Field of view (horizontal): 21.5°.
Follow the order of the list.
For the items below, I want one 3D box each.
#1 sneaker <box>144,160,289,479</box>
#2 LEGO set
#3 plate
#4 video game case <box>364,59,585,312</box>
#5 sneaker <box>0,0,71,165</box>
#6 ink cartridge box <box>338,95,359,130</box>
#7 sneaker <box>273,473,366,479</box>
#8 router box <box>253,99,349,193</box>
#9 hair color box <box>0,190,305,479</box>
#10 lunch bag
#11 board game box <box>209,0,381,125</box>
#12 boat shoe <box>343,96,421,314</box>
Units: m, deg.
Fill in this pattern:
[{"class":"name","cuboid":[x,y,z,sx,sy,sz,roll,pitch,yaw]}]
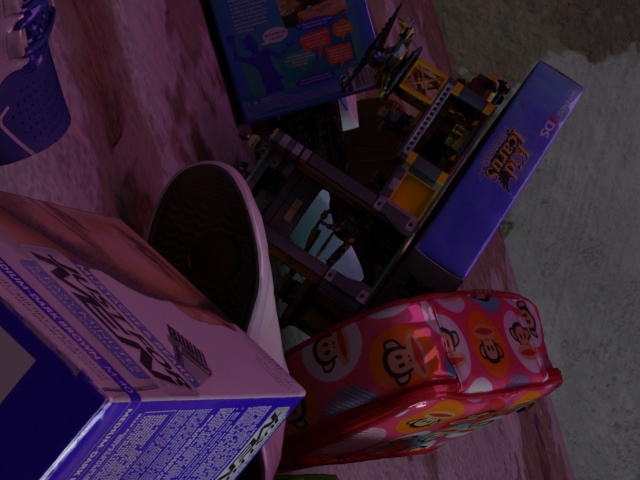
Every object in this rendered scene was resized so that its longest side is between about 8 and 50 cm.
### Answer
[{"class":"sneaker","cuboid":[-0.084,0.077,1.409,0.123,0.106,0.290,-26,113,-79]},{"class":"LEGO set","cuboid":[0.018,-0.068,1.670,0.192,0.331,0.255,34,-5,3]},{"class":"plate","cuboid":[0.000,0.000,1.899,0.188,0.024,0.188,41,41,-47]},{"class":"video game case","cuboid":[0.146,-0.024,1.736,0.269,0.061,0.244,-55,179,-29]},{"class":"sneaker","cuboid":[-0.198,-0.196,1.021,0.127,0.182,0.315,-79,152,-56]},{"class":"ink cartridge box","cuboid":[-0.016,-0.200,1.934,0.092,0.090,0.143,54,27,-57]},{"class":"sneaker","cuboid":[0.003,0.322,1.445,0.483,0.185,0.202,-17,115,-75]},{"class":"router box","cuboid":[-0.024,-0.120,1.824,0.038,0.092,0.122,42,38,-67]},{"class":"hair color box","cuboid":[-0.147,0.065,0.967,0.185,0.110,0.339,42,5,14]},{"class":"lunch bag","cuboid":[0.063,0.142,1.613,0.293,0.258,0.120,3,65,-54]},{"class":"board game box","cuboid":[-0.032,-0.243,1.760,0.047,0.160,0.210,-95,170,-78]},{"class":"boat shoe","cuboid":[0.068,-0.004,2.052,0.123,0.123,0.342,66,19,-65]}]
